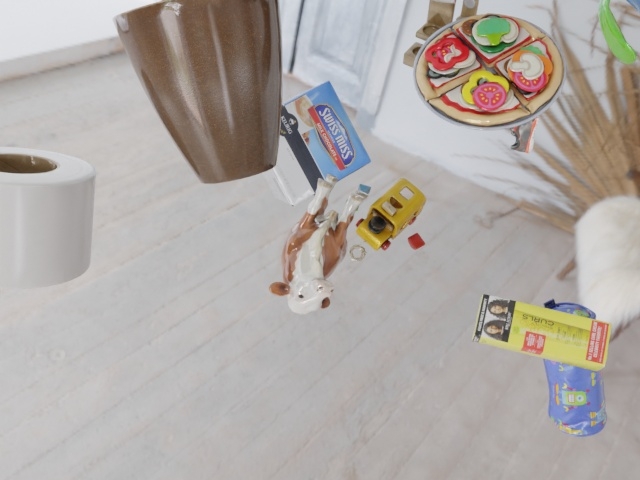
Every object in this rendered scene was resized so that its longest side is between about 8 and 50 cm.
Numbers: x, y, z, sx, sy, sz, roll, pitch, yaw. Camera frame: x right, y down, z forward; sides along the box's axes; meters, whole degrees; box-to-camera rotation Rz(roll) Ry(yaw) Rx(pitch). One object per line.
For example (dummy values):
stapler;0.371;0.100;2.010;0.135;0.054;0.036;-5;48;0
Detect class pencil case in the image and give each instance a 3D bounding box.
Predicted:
pencil case;0.551;0.283;1.540;0.133;0.306;0.119;-9;23;16

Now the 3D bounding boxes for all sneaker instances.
sneaker;0.512;-0.296;1.771;0.065;0.157;0.061;4;23;6

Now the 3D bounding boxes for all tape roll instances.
tape roll;-0.494;-0.044;1.133;0.246;0.169;0.246;9;18;-3

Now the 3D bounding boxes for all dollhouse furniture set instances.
dollhouse furniture set;0.243;-0.420;1.375;0.144;0.123;0.151;29;56;21

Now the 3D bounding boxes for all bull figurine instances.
bull figurine;0.000;0.000;1.108;0.101;0.188;0.310;25;9;-4

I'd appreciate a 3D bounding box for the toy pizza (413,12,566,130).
toy pizza;0.225;-0.234;0.936;0.201;0.032;0.201;-4;61;8

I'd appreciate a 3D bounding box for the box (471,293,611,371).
box;0.401;0.169;1.282;0.232;0.058;0.087;14;74;11

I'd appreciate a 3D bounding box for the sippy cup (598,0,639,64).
sippy cup;0.632;-0.399;1.135;0.240;0.305;0.224;-26;87;-50

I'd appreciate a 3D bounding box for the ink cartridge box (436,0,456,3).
ink cartridge box;0.209;-0.625;1.217;0.130;0.309;0.271;8;75;4

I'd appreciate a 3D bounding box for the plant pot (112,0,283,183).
plant pot;-0.135;-0.199;0.928;0.215;0.230;0.215;-12;15;3

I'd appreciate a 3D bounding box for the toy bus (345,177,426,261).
toy bus;0.164;-0.061;1.707;0.191;0.104;0.202;0;65;-6

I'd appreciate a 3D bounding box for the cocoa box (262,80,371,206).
cocoa box;-0.050;-0.248;1.812;0.228;0.231;0.347;-29;10;-6
